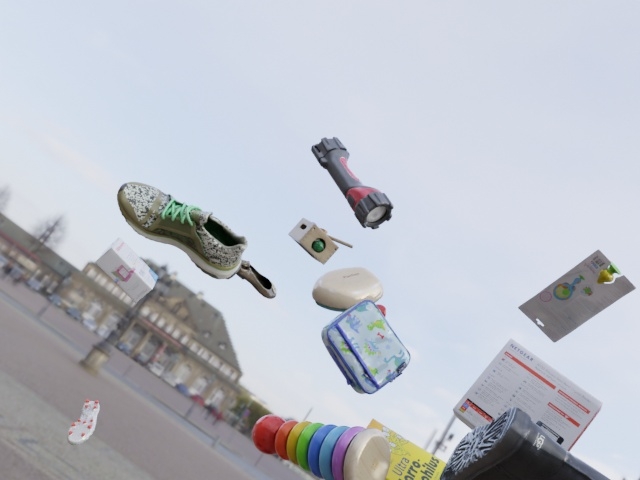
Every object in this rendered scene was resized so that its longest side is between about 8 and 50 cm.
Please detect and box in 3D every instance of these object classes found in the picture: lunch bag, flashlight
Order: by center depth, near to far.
[{"bbox_3d":[0.116,0.282,1.878,0.219,0.176,0.090,58,-21,2],"label":"lunch bag"},{"bbox_3d":[0.089,-0.166,1.959,0.103,0.103,0.304,42,14,-52],"label":"flashlight"}]

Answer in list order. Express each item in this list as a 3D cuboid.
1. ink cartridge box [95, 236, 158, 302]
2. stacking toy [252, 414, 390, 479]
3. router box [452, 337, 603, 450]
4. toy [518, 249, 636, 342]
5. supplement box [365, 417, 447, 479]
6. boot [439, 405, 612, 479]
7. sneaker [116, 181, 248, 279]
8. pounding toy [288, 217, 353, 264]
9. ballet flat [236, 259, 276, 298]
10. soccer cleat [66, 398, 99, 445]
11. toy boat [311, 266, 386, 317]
[{"bbox_3d":[-0.410,0.061,1.525,0.122,0.052,0.088,50,6,-14],"label":"ink cartridge box"},{"bbox_3d":[-0.015,0.453,1.571,0.330,0.141,0.141,2,-34,40],"label":"stacking toy"},{"bbox_3d":[0.631,0.519,2.199,0.335,0.301,0.082,37,-13,29],"label":"router box"},{"bbox_3d":[0.610,0.127,1.721,0.137,0.056,0.237,43,-60,-10],"label":"toy"},{"bbox_3d":[0.216,0.647,1.788,0.356,0.195,0.194,29,23,14],"label":"supplement box"},{"bbox_3d":[0.514,0.581,1.560,0.445,0.146,0.367,35,-31,4],"label":"boot"},{"bbox_3d":[-0.368,-0.061,2.014,0.410,0.158,0.182,32,-40,-15],"label":"sneaker"},{"bbox_3d":[0.000,0.000,2.136,0.130,0.100,0.141,44,-6,-23],"label":"pounding toy"},{"bbox_3d":[-0.219,0.132,2.523,0.250,0.058,0.084,43,15,-45],"label":"ballet flat"},{"bbox_3d":[-0.677,0.536,2.065,0.068,0.076,0.196,10,20,-5],"label":"soccer cleat"},{"bbox_3d":[0.117,0.218,2.434,0.318,0.267,0.148,46,-45,47],"label":"toy boat"}]
